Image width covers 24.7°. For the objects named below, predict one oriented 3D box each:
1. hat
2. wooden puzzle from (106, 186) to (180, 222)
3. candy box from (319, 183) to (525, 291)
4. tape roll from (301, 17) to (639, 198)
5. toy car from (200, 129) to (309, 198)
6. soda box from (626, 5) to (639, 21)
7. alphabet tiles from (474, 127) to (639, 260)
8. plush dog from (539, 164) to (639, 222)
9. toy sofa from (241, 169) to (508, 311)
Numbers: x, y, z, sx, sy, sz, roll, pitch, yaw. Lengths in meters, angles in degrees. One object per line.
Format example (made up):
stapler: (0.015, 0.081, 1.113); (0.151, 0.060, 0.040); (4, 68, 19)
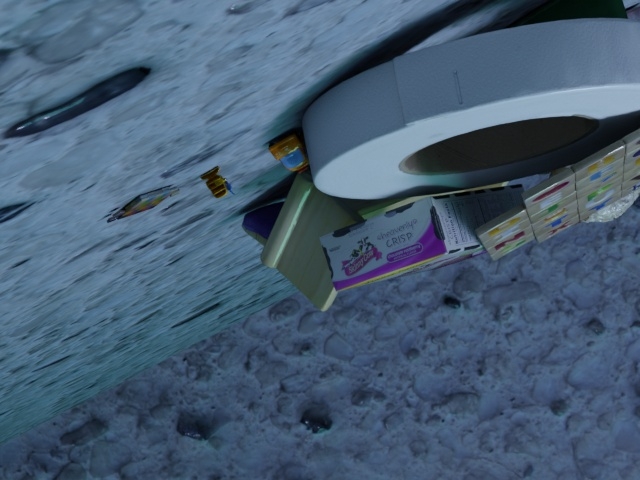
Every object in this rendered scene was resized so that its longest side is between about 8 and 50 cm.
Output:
hat: (0.312, -0.176, 1.605); (0.208, 0.183, 0.173); (-26, 174, -15)
wooden puzzle: (-0.177, -0.039, 1.480); (0.083, 0.006, 0.049); (-22, 172, -45)
candy box: (0.131, -0.005, 1.721); (0.159, 0.071, 0.233); (-20, 173, 34)
tape roll: (0.173, -0.125, 1.483); (0.392, 0.072, 0.392); (-10, 170, -2)
toy car: (-0.061, -0.074, 1.531); (0.122, 0.040, 0.060); (-27, 175, -1)
soda box: (0.368, -0.240, 1.922); (0.058, 0.063, 0.183); (-25, 174, -26)
alphabet tiles: (0.304, -0.061, 1.600); (0.285, 0.011, 0.342); (-29, 168, 6)
plush dog: (0.370, -0.130, 2.107); (0.262, 0.225, 0.210); (-26, 174, -17)
toy sofa: (0.078, -0.060, 1.952); (0.362, 0.177, 0.150); (-21, 148, -46)
